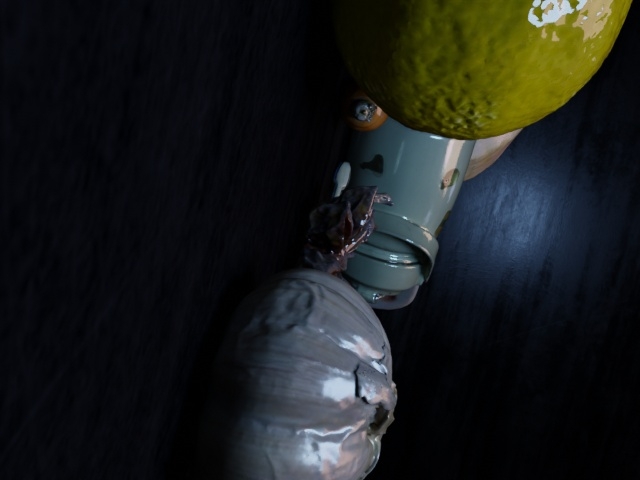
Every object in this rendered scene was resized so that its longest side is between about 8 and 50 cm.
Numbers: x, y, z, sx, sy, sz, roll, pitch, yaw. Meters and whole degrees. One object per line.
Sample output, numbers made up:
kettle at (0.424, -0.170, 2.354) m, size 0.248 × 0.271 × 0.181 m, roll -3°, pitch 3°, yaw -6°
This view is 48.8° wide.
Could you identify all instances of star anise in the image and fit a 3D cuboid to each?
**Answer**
star anise at (0.014, 0.010, 0.907) m, size 0.262 × 0.081 × 0.230 m, roll -58°, pitch 165°, yaw -35°

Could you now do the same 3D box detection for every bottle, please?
bottle at (0.121, -0.052, 1.230) m, size 0.229 × 0.229 × 0.351 m, roll -60°, pitch 167°, yaw -70°

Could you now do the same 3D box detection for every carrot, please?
carrot at (0.070, -0.208, 1.027) m, size 0.336 × 0.069 × 0.069 m, roll -69°, pitch 172°, yaw -71°

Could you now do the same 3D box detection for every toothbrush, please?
toothbrush at (0.002, -0.002, 1.045) m, size 0.028 × 0.026 × 0.294 m, roll 123°, pitch -13°, yaw -56°

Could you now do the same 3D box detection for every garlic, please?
garlic at (-0.017, 0.133, 0.575) m, size 0.228 × 0.152 × 0.227 m, roll 15°, pitch 90°, yaw -90°

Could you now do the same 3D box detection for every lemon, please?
lemon at (0.138, -0.228, 0.638) m, size 0.293 × 0.293 × 0.293 m, roll 14°, pitch 90°, yaw -84°

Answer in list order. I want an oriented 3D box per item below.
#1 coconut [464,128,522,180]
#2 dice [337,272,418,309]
coconut at (0.257, -0.275, 1.469) m, size 0.352 × 0.353 × 0.352 m, roll 14°, pitch 90°, yaw -84°
dice at (0.130, 0.022, 1.512) m, size 0.191 × 0.193 × 0.194 m, roll 97°, pitch 10°, yaw -46°
